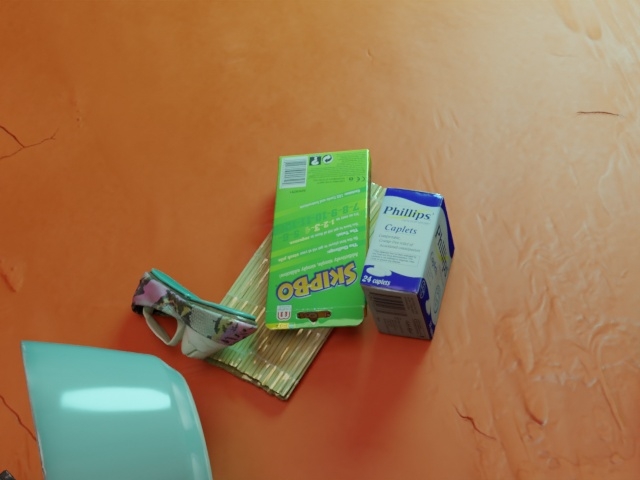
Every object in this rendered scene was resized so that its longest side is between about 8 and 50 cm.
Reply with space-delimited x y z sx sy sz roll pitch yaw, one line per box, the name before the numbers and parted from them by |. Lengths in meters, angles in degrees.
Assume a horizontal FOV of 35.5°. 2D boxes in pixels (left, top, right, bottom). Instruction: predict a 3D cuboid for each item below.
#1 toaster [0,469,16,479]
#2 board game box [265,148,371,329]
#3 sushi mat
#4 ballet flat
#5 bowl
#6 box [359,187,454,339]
toaster | -0.402 0.360 1.099 0.129 0.146 0.227 29 69 28
board game box | 0.000 0.000 1.270 0.124 0.039 0.260 -4 55 12
sushi mat | -0.021 0.044 1.279 0.151 0.019 0.317 24 66 26
ballet flat | -0.161 0.099 1.233 0.221 0.077 0.079 20 83 45
bowl | -0.211 0.245 1.065 0.163 0.312 0.312 -10 55 -18
box | 0.107 0.029 1.195 0.072 0.126 0.137 7 61 19
